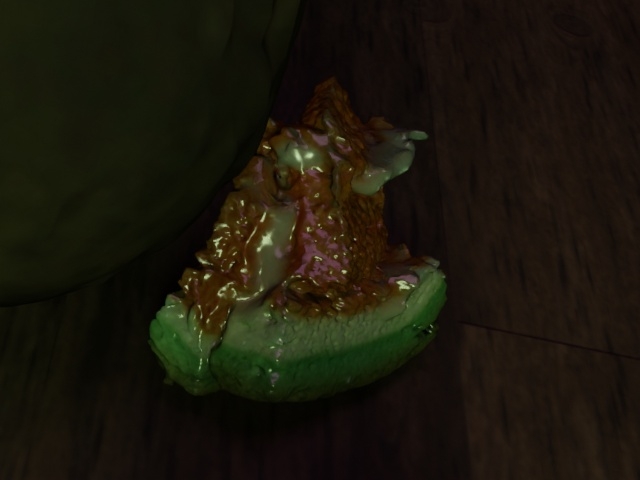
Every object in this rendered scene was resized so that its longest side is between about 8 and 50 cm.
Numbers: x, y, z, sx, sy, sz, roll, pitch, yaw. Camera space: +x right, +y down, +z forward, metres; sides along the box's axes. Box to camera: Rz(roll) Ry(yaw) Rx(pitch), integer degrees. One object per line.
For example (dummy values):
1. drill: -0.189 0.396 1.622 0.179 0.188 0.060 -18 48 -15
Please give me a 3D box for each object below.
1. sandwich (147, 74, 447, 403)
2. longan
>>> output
1. sandwich: -0.006 0.004 0.789 0.109 0.160 0.185 21 30 31
2. longan: -0.193 -0.157 0.726 0.391 0.391 0.391 12 37 -9
